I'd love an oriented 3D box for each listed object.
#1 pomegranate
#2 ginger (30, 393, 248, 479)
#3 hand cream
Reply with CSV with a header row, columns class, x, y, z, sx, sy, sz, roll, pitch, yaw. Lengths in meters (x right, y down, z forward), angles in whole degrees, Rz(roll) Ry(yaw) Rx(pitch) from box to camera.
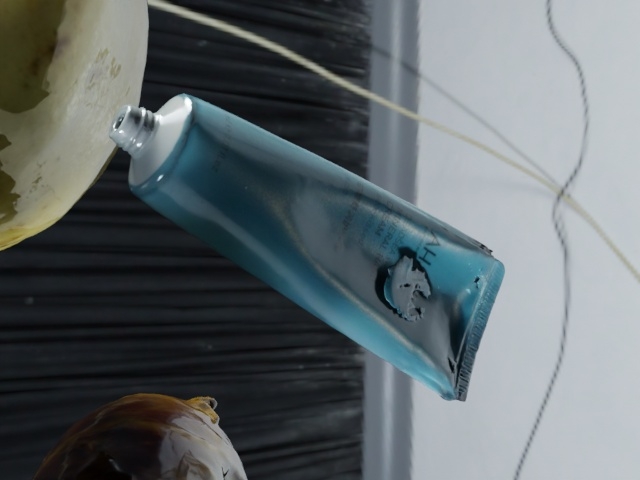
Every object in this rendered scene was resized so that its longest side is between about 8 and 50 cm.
class,x,y,z,sx,sy,sz,roll,pitch,yaw
pomegranate,-0.265,-0.132,0.637,0.333,0.333,0.332,-2,87,47
ginger,-0.139,0.219,0.601,0.418,0.254,0.176,-99,1,-70
hand cream,0.000,0.000,0.502,0.048,0.224,0.083,-7,59,56
